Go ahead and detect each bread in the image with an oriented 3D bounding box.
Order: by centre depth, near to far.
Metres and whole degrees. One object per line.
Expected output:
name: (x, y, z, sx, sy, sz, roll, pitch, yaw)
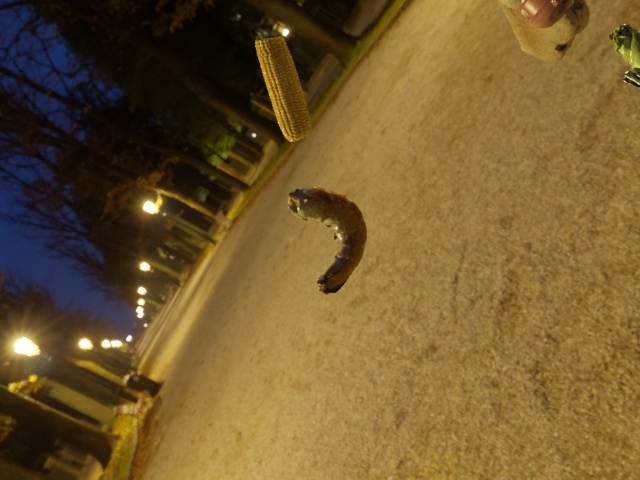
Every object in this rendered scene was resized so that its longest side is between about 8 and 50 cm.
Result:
bread: (0.448, -0.500, 1.229, 0.102, 0.337, 0.183, -43, 36, 4)

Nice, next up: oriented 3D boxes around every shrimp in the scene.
shrimp: (0.000, 0.000, 0.977, 0.049, 0.161, 0.166, 16, 87, 63)

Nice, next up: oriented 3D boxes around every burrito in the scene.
burrito: (0.740, -0.355, 1.327, 0.104, 0.288, 0.054, -42, 0, -19)

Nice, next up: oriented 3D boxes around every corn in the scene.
corn: (-0.085, -0.359, 1.419, 0.081, 0.248, 0.081, -16, 14, 4)

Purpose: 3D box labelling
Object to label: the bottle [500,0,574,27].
bottle: (0.352, -0.484, 1.074, 0.110, 0.233, 0.110, -43, -3, -3)
